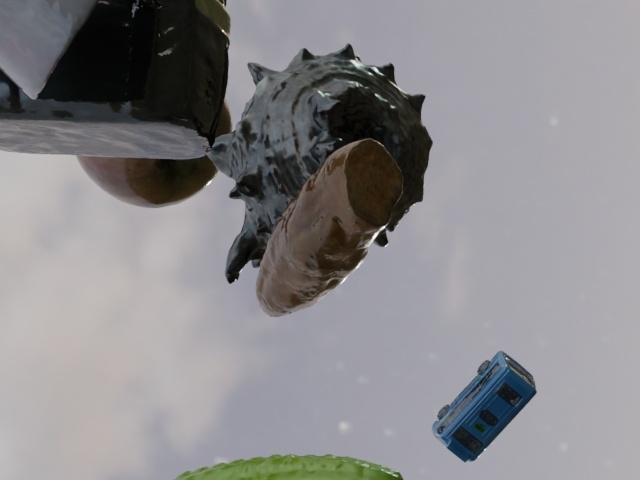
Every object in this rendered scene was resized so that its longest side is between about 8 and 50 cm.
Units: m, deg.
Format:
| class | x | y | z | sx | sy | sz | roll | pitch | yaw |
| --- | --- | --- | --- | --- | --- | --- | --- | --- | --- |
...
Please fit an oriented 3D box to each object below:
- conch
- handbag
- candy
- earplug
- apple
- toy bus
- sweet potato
| class | x | y | z | sx | sy | sz | roll | pitch | yaw |
| --- | --- | --- | --- | --- | --- | --- | --- | --- | --- |
| conch | 0.002 | -0.073 | 1.952 | 0.241 | 0.186 | 0.313 | 58 | -140 | -23 |
| handbag | -0.210 | -0.176 | 1.701 | 0.181 | 0.254 | 0.181 | 58 | -144 | -74 |
| candy | -0.031 | 0.207 | 1.375 | 0.097 | 0.209 | 0.097 | 47 | -144 | -50 |
| earplug | -0.319 | -0.269 | 1.512 | 0.172 | 0.301 | 0.172 | -54 | 12 | 17 |
| apple | -0.200 | -0.139 | 2.119 | 0.174 | 0.188 | 0.188 | 59 | 175 | 36 |
| toy bus | 0.123 | 0.127 | 1.367 | 0.083 | 0.038 | 0.046 | -49 | 12 | 10 |
| sweet potato | 0.000 | 0.000 | 1.754 | 0.252 | 0.097 | 0.097 | -55 | 4 | 42 |
